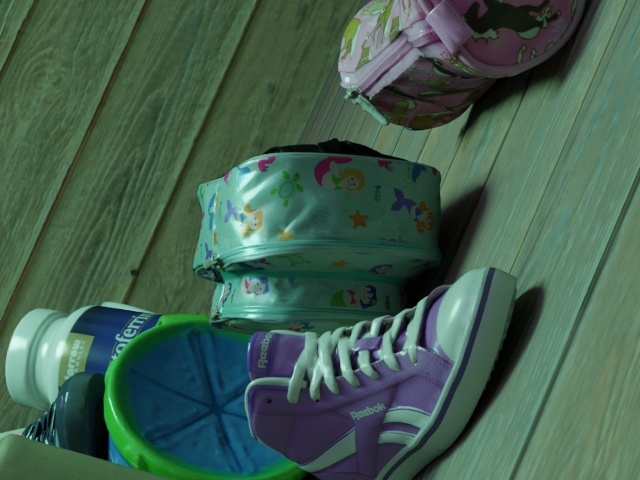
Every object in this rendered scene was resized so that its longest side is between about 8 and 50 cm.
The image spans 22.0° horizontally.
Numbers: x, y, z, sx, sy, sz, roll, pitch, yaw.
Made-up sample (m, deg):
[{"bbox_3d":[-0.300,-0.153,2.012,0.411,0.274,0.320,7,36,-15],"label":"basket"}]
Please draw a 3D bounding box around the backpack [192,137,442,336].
[{"bbox_3d":[0.000,0.000,1.564,0.253,0.225,0.191,142,130,-67],"label":"backpack"}]

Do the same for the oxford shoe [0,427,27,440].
[{"bbox_3d":[-0.295,0.320,2.023,0.130,0.449,0.169,-121,34,-49],"label":"oxford shoe"}]

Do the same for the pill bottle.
[{"bbox_3d":[-0.237,0.161,1.997,0.153,0.264,0.153,7,-90,-69],"label":"pill bottle"}]

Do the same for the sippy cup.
[{"bbox_3d":[-0.129,0.240,1.746,0.305,0.240,0.224,-62,-7,-50],"label":"sippy cup"}]

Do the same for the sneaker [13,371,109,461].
[{"bbox_3d":[-0.292,0.235,1.824,0.319,0.131,0.112,97,-177,-58],"label":"sneaker"}]

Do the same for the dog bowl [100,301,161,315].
[{"bbox_3d":[-0.188,0.178,2.203,0.265,0.264,0.104,145,147,-77],"label":"dog bowl"}]

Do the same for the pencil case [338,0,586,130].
[{"bbox_3d":[0.125,-0.204,1.561,0.386,0.160,0.167,154,131,-79],"label":"pencil case"}]

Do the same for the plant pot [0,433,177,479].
[{"bbox_3d":[-0.179,0.324,1.426,0.334,0.305,0.334,-155,90,-84],"label":"plant pot"}]

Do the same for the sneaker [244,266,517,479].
[{"bbox_3d":[0.029,0.097,1.233,0.282,0.161,0.102,-57,9,45],"label":"sneaker"}]
